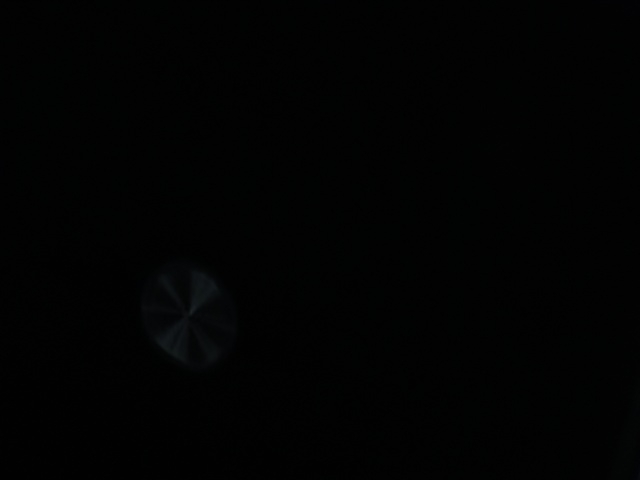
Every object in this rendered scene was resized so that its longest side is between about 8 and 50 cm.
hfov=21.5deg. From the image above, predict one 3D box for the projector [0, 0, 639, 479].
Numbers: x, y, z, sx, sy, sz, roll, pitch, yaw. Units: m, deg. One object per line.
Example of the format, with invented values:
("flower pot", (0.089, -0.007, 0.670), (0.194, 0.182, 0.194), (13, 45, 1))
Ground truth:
("projector", (0.000, 0.000, 0.799), (0.395, 0.405, 0.242), (20, 22, 24))
